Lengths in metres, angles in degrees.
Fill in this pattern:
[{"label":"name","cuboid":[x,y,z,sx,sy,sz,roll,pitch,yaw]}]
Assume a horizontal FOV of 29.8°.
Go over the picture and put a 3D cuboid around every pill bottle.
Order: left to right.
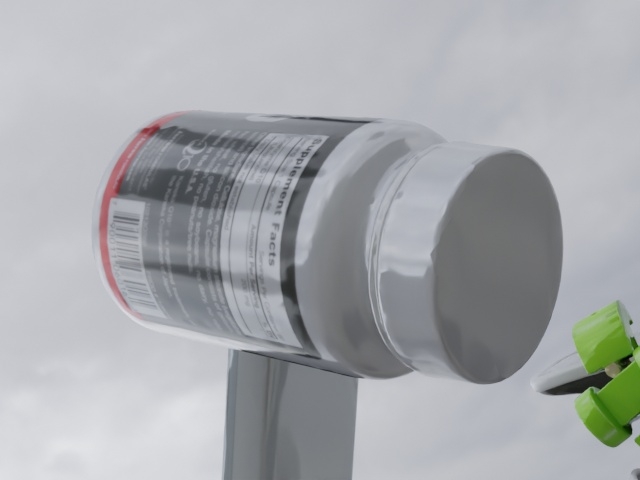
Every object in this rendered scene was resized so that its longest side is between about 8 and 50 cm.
[{"label":"pill bottle","cuboid":[0.000,0.000,0.770,0.161,0.283,0.161,-10,-77,-48]}]

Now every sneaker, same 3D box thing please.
[{"label":"sneaker","cuboid":[0.405,0.182,1.436,0.295,0.147,0.104,-18,5,22]}]

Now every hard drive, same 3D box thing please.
[{"label":"hard drive","cuboid":[-0.023,0.193,1.035,0.047,0.353,0.233,5,3,20]}]

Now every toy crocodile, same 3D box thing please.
[{"label":"toy crocodile","cuboid":[0.378,0.209,1.253,0.115,0.340,0.105,-47,-25,21]}]

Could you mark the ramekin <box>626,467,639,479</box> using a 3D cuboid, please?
[{"label":"ramekin","cuboid":[0.341,0.298,1.052,0.207,0.207,0.109,13,-75,-57]}]
